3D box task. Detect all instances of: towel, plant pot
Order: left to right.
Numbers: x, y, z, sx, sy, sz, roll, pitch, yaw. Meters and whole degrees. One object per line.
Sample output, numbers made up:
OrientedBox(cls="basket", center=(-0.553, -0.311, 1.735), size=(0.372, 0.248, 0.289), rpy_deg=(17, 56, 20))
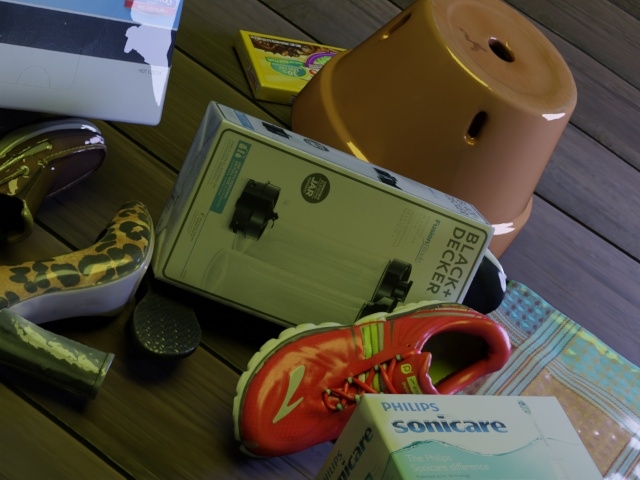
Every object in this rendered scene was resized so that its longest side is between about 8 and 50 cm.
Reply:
OrientedBox(cls="plant pot", center=(0.143, -0.138, 1.953), size=(0.291, 0.203, 0.291), rpy_deg=(26, 36, -20))
OrientedBox(cls="towel", center=(0.293, 0.198, 1.803), size=(0.370, 0.040, 0.271), rpy_deg=(35, 34, 10))

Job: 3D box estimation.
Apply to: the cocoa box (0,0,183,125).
OrientedBox(cls="cocoa box", center=(-0.321, -0.251, 1.665), size=(0.231, 0.228, 0.347), rpy_deg=(19, 10, 40))

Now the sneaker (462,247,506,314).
OrientedBox(cls="sneaker", center=(0.046, 0.023, 1.824), size=(0.283, 0.107, 0.124), rpy_deg=(26, 47, 5))

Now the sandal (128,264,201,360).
OrientedBox(cls="sandal", center=(-0.148, 0.073, 1.660), size=(0.067, 0.040, 0.179), rpy_deg=(26, 19, -13))

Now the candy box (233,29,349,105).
OrientedBox(cls="candy box", center=(0.004, -0.193, 2.116), size=(0.205, 0.027, 0.105), rpy_deg=(7, 43, -29))

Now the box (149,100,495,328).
OrientedBox(cls="box", center=(0.000, 0.000, 1.706), size=(0.290, 0.169, 0.087), rpy_deg=(22, 10, -17))

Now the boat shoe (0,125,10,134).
OrientedBox(cls="boat shoe", center=(-0.347, -0.109, 1.746), size=(0.137, 0.049, 0.043), rpy_deg=(27, -8, 1))

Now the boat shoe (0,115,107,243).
OrientedBox(cls="boat shoe", center=(-0.293, -0.035, 1.652), size=(0.257, 0.095, 0.095), rpy_deg=(-24, 63, -37))

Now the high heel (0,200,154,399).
OrientedBox(cls="high heel", center=(-0.253, 0.016, 1.606), size=(0.186, 0.093, 0.261), rpy_deg=(23, 38, -7))

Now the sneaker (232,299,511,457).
OrientedBox(cls="sneaker", center=(0.050, 0.118, 1.605), size=(0.279, 0.107, 0.118), rpy_deg=(-22, 15, -27))

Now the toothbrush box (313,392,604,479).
OrientedBox(cls="toothbrush box", center=(0.152, 0.276, 1.523), size=(0.216, 0.126, 0.295), rpy_deg=(3, 42, -32))
